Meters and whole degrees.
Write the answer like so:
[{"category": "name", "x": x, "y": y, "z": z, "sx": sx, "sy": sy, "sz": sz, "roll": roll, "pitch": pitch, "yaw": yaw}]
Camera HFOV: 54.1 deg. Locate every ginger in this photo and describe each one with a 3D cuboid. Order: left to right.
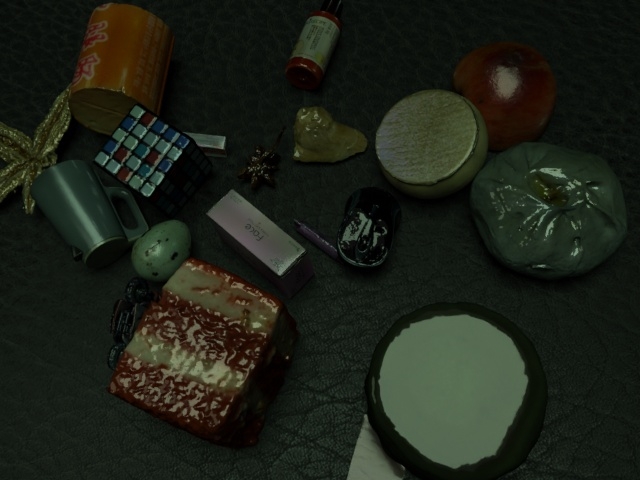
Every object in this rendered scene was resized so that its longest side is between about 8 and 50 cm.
[{"category": "ginger", "x": 0.024, "y": -0.281, "z": 1.601, "sx": 0.193, "sy": 0.122, "sz": 0.115, "roll": -2, "pitch": 45, "yaw": -2}]

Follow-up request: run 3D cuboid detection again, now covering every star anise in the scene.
[{"category": "star anise", "x": -0.137, "y": -0.213, "z": 1.606, "sx": 0.097, "sy": 0.070, "sz": 0.190, "roll": 19, "pitch": 66, "yaw": 16}]

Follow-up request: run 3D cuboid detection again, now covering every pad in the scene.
[{"category": "pad", "x": 0.120, "y": 0.467, "z": 1.302, "sx": 0.113, "sy": 0.006, "sz": 0.187, "roll": 13, "pitch": 65, "yaw": 12}]

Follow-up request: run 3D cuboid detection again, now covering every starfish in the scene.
[{"category": "starfish", "x": -0.810, "y": -0.248, "z": 1.669, "sx": 0.324, "sy": 0.082, "sz": 0.432, "roll": 3, "pitch": 70, "yaw": 10}]

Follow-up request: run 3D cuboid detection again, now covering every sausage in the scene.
[{"category": "sausage", "x": -0.523, "y": -0.446, "z": 1.658, "sx": 0.233, "sy": 0.233, "sz": 0.287, "roll": 2, "pitch": 65, "yaw": 6}]

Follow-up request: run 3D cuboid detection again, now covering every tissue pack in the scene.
[{"category": "tissue pack", "x": -0.136, "y": 0.011, "z": 1.459, "sx": 0.246, "sy": 0.148, "sz": 0.092, "roll": 38, "pitch": 75, "yaw": 21}]

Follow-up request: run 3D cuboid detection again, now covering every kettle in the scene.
[{"category": "kettle", "x": -0.556, "y": -0.065, "z": 1.548, "sx": 0.210, "sy": 0.160, "sz": 0.243, "roll": -25, "pitch": 70, "yaw": -38}]

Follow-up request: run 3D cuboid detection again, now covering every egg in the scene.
[{"category": "egg", "x": -0.373, "y": 0.022, "z": 1.485, "sx": 0.131, "sy": 0.131, "sz": 0.164, "roll": 16, "pitch": 54, "yaw": 12}]

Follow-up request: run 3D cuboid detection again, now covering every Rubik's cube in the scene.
[{"category": "Rubik's cube", "x": -0.404, "y": -0.190, "z": 1.529, "sx": 0.184, "sy": 0.187, "sz": 0.182, "roll": 35, "pitch": 83, "yaw": 13}]

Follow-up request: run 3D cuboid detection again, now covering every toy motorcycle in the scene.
[{"category": "toy motorcycle", "x": -0.419, "y": 0.193, "z": 1.428, "sx": 0.082, "sy": 0.122, "sz": 0.213, "roll": 6, "pitch": 77, "yaw": 33}]

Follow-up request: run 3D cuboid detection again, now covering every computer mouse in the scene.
[{"category": "computer mouse", "x": 0.117, "y": -0.040, "z": 1.473, "sx": 0.137, "sy": 0.096, "sz": 0.233, "roll": 12, "pitch": 57, "yaw": 6}]

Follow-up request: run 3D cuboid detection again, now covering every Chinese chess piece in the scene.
[{"category": "Chinese chess piece", "x": 0.267, "y": -0.233, "z": 1.517, "sx": 0.270, "sy": 0.112, "sz": 0.270, "roll": -8, "pitch": 69, "yaw": 22}]

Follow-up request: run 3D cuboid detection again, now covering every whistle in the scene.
[{"category": "whistle", "x": 0.000, "y": 0.000, "z": 1.512, "sx": 0.176, "sy": 0.033, "sz": 0.033, "roll": 38, "pitch": 74, "yaw": 19}]

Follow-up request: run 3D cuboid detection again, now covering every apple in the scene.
[{"category": "apple", "x": 0.460, "y": -0.392, "z": 1.584, "sx": 0.251, "sy": 0.163, "sz": 0.293, "roll": -11, "pitch": 63, "yaw": -1}]

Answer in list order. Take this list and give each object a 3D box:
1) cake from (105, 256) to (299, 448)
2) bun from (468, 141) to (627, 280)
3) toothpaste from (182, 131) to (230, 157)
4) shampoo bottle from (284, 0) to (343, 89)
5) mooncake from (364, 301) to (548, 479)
[{"category": "cake", "x": -0.218, "y": 0.237, "z": 1.291, "sx": 0.270, "sy": 0.269, "sz": 0.319, "roll": 20, "pitch": 70, "yaw": 14}, {"category": "bun", "x": 0.521, "y": -0.084, "z": 1.418, "sx": 0.354, "sy": 0.194, "sz": 0.354, "roll": -2, "pitch": 66, "yaw": 5}, {"category": "toothpaste", "x": -0.339, "y": -0.255, "z": 1.652, "sx": 0.196, "sy": 0.047, "sz": 0.040, "roll": 7, "pitch": 63, "yaw": 8}, {"category": "shampoo bottle", "x": -0.005, "y": -0.554, "z": 1.730, "sx": 0.104, "sy": 0.104, "sz": 0.278, "roll": 15, "pitch": 67, "yaw": 12}, {"category": "mooncake", "x": 0.265, "y": 0.309, "z": 1.261, "sx": 0.356, "sy": 0.194, "sz": 0.356, "roll": -1, "pitch": 69, "yaw": 3}]
